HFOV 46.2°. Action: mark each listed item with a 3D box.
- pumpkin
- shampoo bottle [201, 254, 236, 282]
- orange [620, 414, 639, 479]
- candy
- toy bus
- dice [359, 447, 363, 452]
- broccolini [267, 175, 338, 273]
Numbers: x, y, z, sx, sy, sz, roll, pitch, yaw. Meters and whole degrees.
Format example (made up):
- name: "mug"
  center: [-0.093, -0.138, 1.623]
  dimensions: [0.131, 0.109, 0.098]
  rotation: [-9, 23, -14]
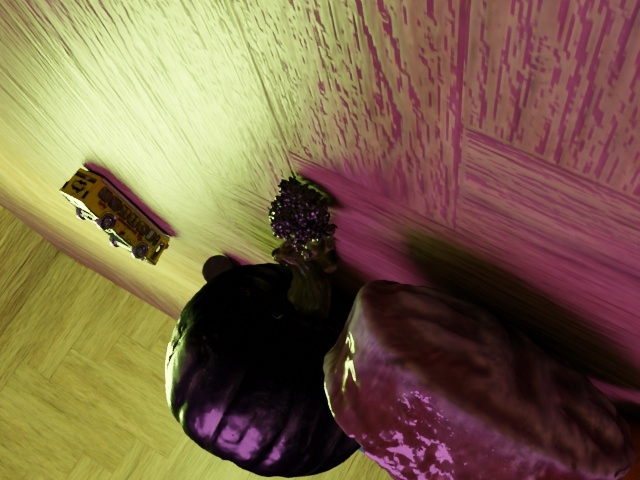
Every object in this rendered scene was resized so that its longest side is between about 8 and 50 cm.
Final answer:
- name: "pumpkin"
  center: [-0.037, 0.134, 0.947]
  dimensions: [0.295, 0.296, 0.296]
  rotation: [30, 165, 9]
- name: "shampoo bottle"
  center: [-0.154, 0.091, 1.341]
  dimensions: [0.057, 0.063, 0.208]
  rotation: [38, 169, 24]
- name: "orange"
  center: [0.324, 0.253, 0.759]
  dimensions: [0.156, 0.134, 0.156]
  rotation: [42, 170, 9]
- name: "candy"
  center: [0.136, 0.153, 0.682]
  dimensions: [0.289, 0.157, 0.214]
  rotation: [28, -161, -9]
- name: "toy bus"
  center: [-0.363, -0.037, 1.332]
  dimensions: [0.081, 0.074, 0.226]
  rotation: [20, 161, 35]
- name: "dice"
  center: [0.138, 0.331, 1.362]
  dimensions: [0.143, 0.146, 0.146]
  rotation: [27, 164, 12]
- name: "broccolini"
  center: [0.001, -0.002, 0.780]
  dimensions: [0.216, 0.058, 0.067]
  rotation: [50, -161, -68]
